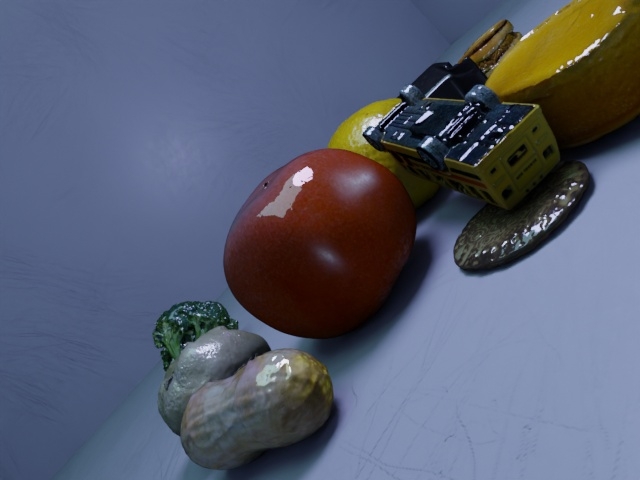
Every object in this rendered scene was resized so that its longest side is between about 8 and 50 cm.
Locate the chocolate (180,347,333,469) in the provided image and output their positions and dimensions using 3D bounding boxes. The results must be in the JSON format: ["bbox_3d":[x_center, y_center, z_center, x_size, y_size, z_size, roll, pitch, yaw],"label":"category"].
[{"bbox_3d":[-0.102,0.242,0.662,0.309,0.134,0.134,-41,11,38],"label":"chocolate"}]

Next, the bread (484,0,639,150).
[{"bbox_3d":[0.340,-0.218,0.613,0.195,0.143,0.270,-57,14,-7],"label":"bread"}]

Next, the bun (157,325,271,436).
[{"bbox_3d":[-0.203,0.255,0.876,0.239,0.141,0.239,-38,-21,-18],"label":"bun"}]

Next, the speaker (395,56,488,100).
[{"bbox_3d":[0.251,-0.288,1.212,0.388,0.180,0.184,-43,15,19],"label":"speaker"}]

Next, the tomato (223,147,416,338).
[{"bbox_3d":[-0.007,-0.011,0.800,0.341,0.273,0.341,-47,23,28],"label":"tomato"}]

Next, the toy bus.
[{"bbox_3d":[0.190,-0.151,0.709,0.121,0.123,0.335,-46,25,1],"label":"toy bus"}]

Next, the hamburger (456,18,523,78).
[{"bbox_3d":[0.496,-0.543,1.363,0.182,0.118,0.191,-43,13,3],"label":"hamburger"}]

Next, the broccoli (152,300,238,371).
[{"bbox_3d":[-0.382,0.309,1.434,0.294,0.265,0.245,-46,42,46],"label":"broccoli"}]

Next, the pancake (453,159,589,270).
[{"bbox_3d":[0.252,-0.034,0.604,0.199,0.021,0.199,-45,9,9],"label":"pancake"}]

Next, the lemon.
[{"bbox_3d":[0.135,-0.168,1.004,0.320,0.245,0.245,-24,24,55],"label":"lemon"}]
